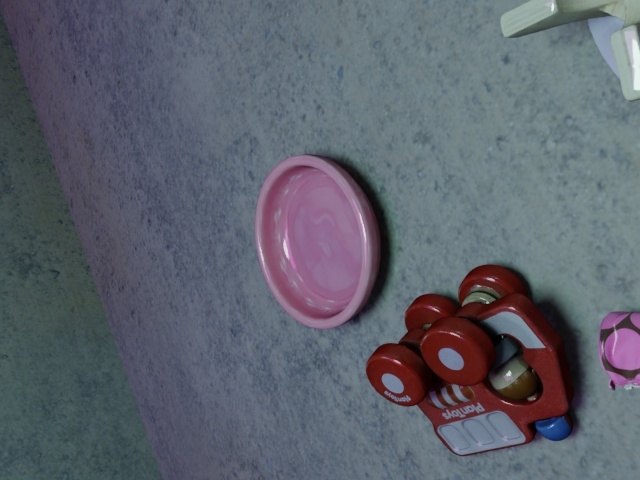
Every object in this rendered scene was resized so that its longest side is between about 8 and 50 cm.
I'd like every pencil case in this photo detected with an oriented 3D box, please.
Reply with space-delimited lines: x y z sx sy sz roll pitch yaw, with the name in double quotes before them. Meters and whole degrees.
"pencil case" 0.435 0.135 0.703 0.209 0.095 0.098 -5 60 51

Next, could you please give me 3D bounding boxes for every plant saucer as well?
"plant saucer" 0.000 0.000 1.179 0.332 0.084 0.331 15 110 48

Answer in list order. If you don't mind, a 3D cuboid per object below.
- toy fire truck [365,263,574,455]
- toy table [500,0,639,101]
"toy fire truck" 0.238 0.199 0.916 0.254 0.169 0.302 50 138 -4
"toy table" 0.341 -0.282 0.661 0.252 0.161 0.274 -32 76 48
